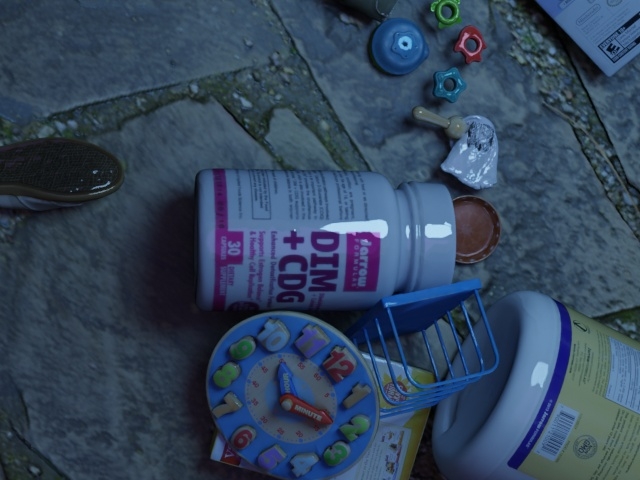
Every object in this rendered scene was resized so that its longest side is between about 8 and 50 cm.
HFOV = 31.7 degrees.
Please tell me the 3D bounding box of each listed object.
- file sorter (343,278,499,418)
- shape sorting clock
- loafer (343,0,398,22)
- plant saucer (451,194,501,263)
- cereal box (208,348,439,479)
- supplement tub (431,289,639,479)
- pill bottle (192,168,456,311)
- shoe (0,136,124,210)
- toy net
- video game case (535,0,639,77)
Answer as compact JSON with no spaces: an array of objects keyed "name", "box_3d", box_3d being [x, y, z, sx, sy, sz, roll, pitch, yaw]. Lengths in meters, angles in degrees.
[{"name":"file sorter","box_3d":[0.108,0.125,1.253,0.118,0.170,0.105,-11,73,-21]},{"name":"shape sorting clock","box_3d":[-0.034,0.177,1.256,0.206,0.040,0.206,4,105,15]},{"name":"loafer","box_3d":[0.122,-0.353,1.308,0.251,0.094,0.087,-43,104,6]},{"name":"plant saucer","box_3d":[0.179,-0.014,1.372,0.083,0.013,0.084,-1,94,-8]},{"name":"cereal box","box_3d":[0.004,0.207,1.344,0.240,0.047,0.173,18,90,-8]},{"name":"supplement tub","box_3d":[0.321,0.225,1.295,0.331,0.241,0.241,26,90,-10]},{"name":"pill bottle","box_3d":[0.000,0.000,1.271,0.282,0.160,0.161,0,94,-8]},{"name":"shoe","box_3d":[-0.333,-0.073,1.276,0.218,0.058,0.077,0,74,-12]},{"name":"toy net","box_3d":[0.158,-0.173,1.344,0.122,0.045,0.232,-31,99,-7]},{"name":"video game case","box_3d":[0.352,-0.362,1.280,0.244,0.061,0.269,44,123,-10]}]
